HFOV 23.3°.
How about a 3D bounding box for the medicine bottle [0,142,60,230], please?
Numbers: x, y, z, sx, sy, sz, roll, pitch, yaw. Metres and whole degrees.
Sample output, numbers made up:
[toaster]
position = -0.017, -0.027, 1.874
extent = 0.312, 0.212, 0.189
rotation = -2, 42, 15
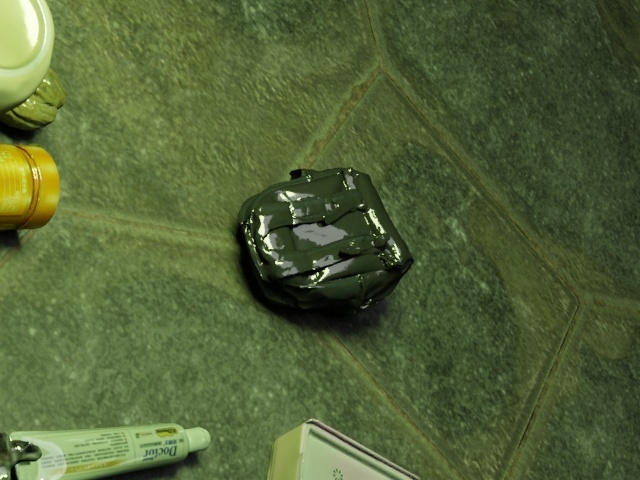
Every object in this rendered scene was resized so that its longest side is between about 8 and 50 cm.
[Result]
[medicine bottle]
position = -0.378, -0.057, 1.636
extent = 0.192, 0.096, 0.096
rotation = -2, 67, -47

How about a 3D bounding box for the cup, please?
[cup]
position = -0.376, -0.228, 1.637
extent = 0.173, 0.202, 0.255
rotation = 44, 49, -25

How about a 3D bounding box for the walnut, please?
[walnut]
position = -0.337, -0.168, 1.770
extent = 0.092, 0.092, 0.092
rotation = 26, 48, -34

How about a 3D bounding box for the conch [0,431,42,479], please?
[conch]
position = -0.387, 0.259, 1.366
extent = 0.241, 0.186, 0.313
rotation = 36, 54, 10

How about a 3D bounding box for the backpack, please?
[backpack]
position = 0.000, 0.000, 1.989
extent = 0.258, 0.133, 0.206
rotation = -10, 70, -42

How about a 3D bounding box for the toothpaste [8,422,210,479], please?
[toothpaste]
position = -0.221, 0.225, 1.664
extent = 0.255, 0.037, 0.067
rotation = -2, 73, -44

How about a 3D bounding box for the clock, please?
[clock]
position = 0.028, 0.317, 1.840
extent = 0.192, 0.071, 0.147
rotation = 32, 46, -29
